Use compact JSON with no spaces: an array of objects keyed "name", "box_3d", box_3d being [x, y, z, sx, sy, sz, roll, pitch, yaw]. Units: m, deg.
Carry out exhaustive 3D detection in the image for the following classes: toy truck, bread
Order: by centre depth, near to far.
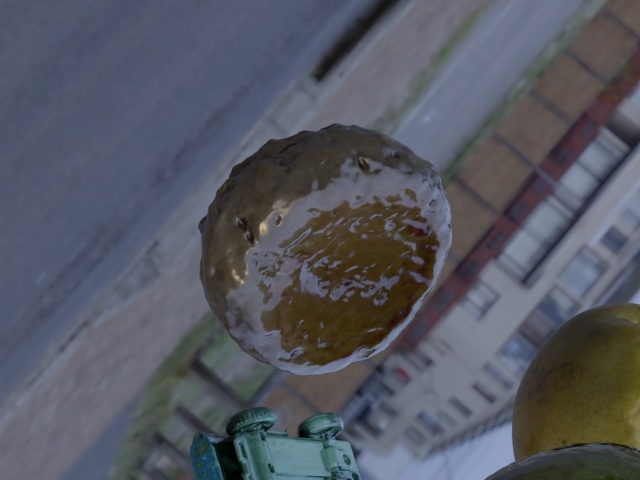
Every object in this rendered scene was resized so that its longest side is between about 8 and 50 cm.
[{"name":"bread","box_3d":[0.000,0.000,1.221,0.230,0.123,0.230,-17,129,-22]},{"name":"toy truck","box_3d":[-0.054,0.322,1.922,0.156,0.155,0.279,-32,153,29]}]

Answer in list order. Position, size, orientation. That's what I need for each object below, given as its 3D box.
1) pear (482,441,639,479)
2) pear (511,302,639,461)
[{"name":"pear","box_3d":[0.224,0.352,1.175,0.413,0.352,0.352,-54,179,-34]},{"name":"pear","box_3d":[0.386,0.238,1.852,0.314,0.314,0.314,-49,176,-4]}]
